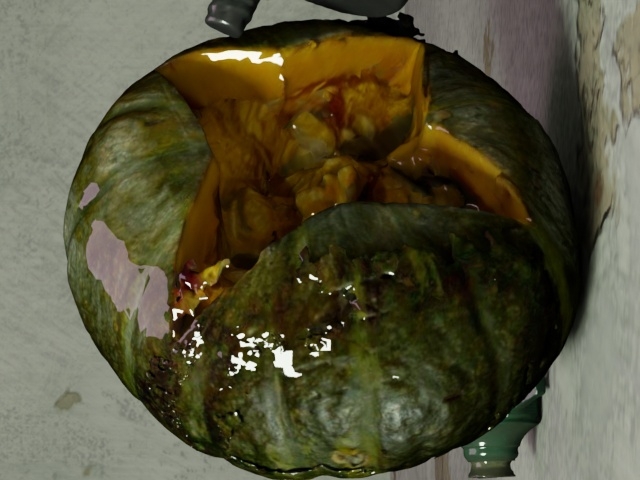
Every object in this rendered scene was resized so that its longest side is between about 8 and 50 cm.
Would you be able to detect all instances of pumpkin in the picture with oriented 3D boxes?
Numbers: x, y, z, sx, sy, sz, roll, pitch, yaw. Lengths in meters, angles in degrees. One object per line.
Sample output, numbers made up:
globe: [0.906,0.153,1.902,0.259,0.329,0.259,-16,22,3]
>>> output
pumpkin: [0.000,0.000,0.799,0.320,0.321,0.192,-89,-1,-45]

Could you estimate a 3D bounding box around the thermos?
thermos: [0.123,0.071,0.920,0.073,0.083,0.187,21,-114,-64]

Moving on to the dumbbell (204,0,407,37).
dumbbell: [0.024,-0.295,0.768,0.185,0.185,0.388,93,-157,-85]
